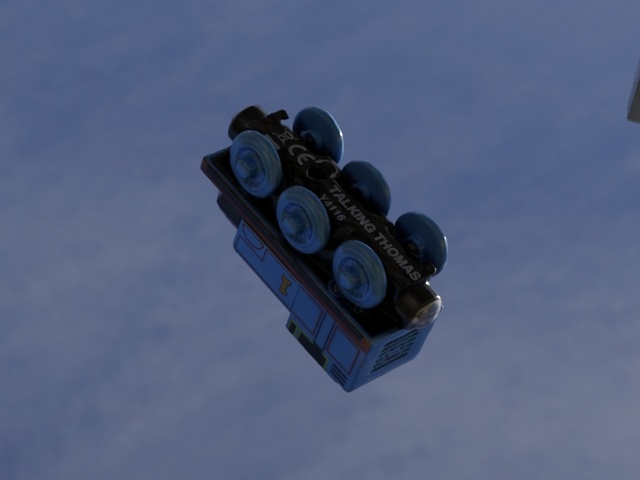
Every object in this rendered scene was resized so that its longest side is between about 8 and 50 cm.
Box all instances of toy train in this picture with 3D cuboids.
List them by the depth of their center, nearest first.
[{"bbox_3d":[0.000,0.000,1.182,0.080,0.105,0.184,-24,-119,-39],"label":"toy train"}]

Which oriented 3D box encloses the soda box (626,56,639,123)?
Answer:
[{"bbox_3d":[0.361,-0.092,1.336,0.286,0.091,0.098,17,-80,7],"label":"soda box"}]
